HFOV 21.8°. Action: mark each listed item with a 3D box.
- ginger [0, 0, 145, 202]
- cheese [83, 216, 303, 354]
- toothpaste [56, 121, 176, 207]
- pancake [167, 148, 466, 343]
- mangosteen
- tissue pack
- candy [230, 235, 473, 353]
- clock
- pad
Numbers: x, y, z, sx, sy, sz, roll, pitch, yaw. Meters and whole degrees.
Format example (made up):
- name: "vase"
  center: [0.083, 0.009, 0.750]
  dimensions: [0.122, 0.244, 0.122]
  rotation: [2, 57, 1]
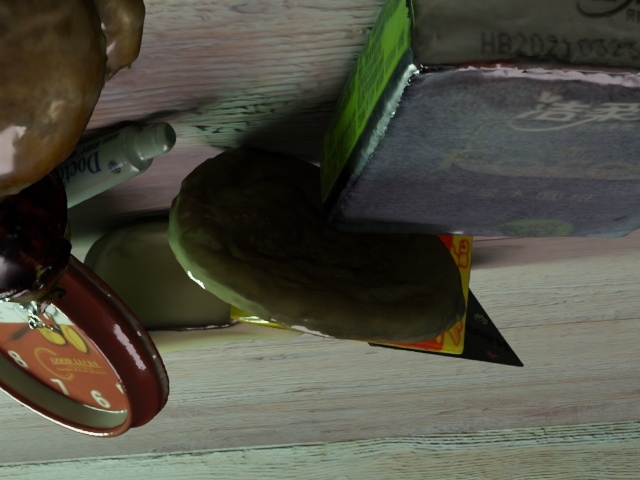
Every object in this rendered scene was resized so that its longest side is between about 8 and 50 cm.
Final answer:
- name: "ginger"
  center: [-0.262, -0.116, 1.026]
  dimensions: [0.176, 0.256, 0.375]
  rotation: [19, -162, 39]
- name: "cheese"
  center: [-0.132, 0.053, 1.819]
  dimensions: [0.266, 0.127, 0.233]
  rotation: [-4, 168, 14]
- name: "toothpaste"
  center: [-0.224, -0.058, 1.513]
  dimensions: [0.255, 0.067, 0.037]
  rotation: [-19, 170, 38]
- name: "pancake"
  center: [0.000, 0.000, 1.466]
  dimensions: [0.294, 0.049, 0.294]
  rotation: [17, -156, -8]
- name: "mangosteen"
  center: [-0.301, -0.015, 1.454]
  dimensions: [0.172, 0.173, 0.184]
  rotation: [-1, 167, -6]
- name: "tissue pack"
  center: [0.167, -0.104, 1.285]
  dimensions: [0.288, 0.124, 0.394]
  rotation: [2, 165, -9]
- name: "candy"
  center: [0.038, 0.032, 1.713]
  dimensions: [0.088, 0.146, 0.276]
  rotation: [0, 173, 44]
- name: "clock"
  center: [-0.291, 0.080, 1.720]
  dimensions: [0.318, 0.080, 0.318]
  rotation: [27, 149, 18]
- name: "pad"
  center: [0.112, 0.076, 1.924]
  dimensions: [0.245, 0.170, 0.006]
  rotation: [10, 124, -38]
